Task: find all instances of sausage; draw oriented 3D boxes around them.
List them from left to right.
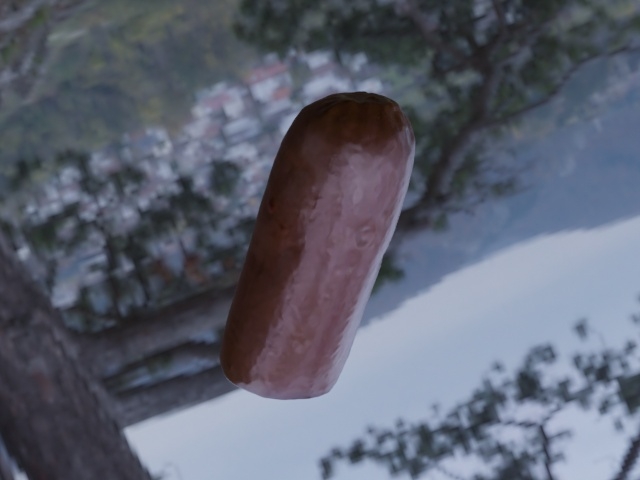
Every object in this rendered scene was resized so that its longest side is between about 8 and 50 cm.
[{"bbox_3d":[0.000,0.000,1.193,0.113,0.113,0.259,-16,131,-53],"label":"sausage"}]
